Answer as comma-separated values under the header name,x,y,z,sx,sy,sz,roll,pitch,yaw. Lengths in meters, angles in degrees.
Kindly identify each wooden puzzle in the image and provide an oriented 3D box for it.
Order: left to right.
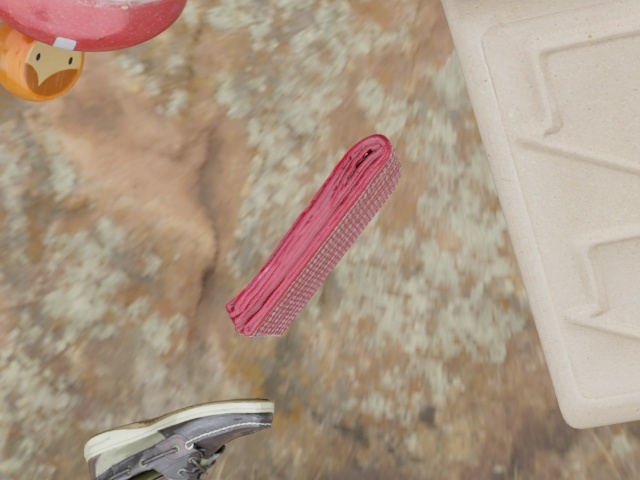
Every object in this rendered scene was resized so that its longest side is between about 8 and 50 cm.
name,x,y,z,sx,sy,sz,roll,pitch,yaw
wooden puzzle,0.252,-0.052,0.954,0.322,0.080,0.348,-11,133,13

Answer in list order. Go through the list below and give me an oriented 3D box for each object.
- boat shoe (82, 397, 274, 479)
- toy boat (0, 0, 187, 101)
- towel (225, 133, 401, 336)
name,x,y,z,sx,sy,sz,roll,pitch,yaw
boat shoe,-0.092,0.140,1.243,0.152,0.056,0.049,-20,72,33
toy boat,-0.165,-0.158,1.161,0.151,0.231,0.151,12,107,-16
towel,0.000,0.000,1.600,0.031,0.275,0.199,38,90,6
